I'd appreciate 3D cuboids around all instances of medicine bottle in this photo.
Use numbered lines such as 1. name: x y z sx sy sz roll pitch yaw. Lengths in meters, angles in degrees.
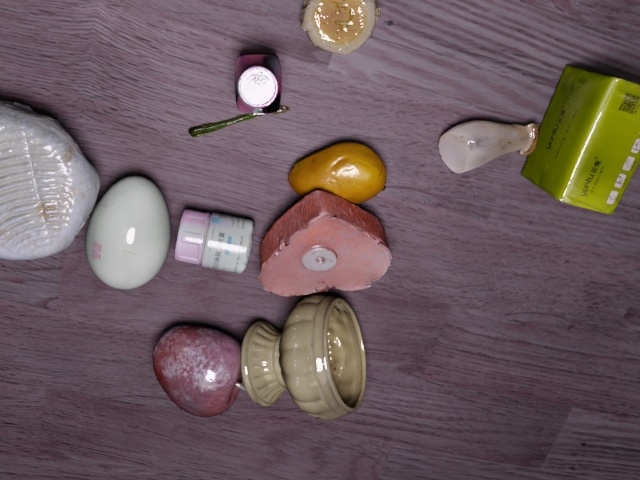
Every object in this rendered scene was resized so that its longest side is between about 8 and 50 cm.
1. medicine bottle: -0.247 0.000 1.363 0.168 0.135 0.135 12 112 -10
2. medicine bottle: -0.127 -0.321 1.197 0.094 0.188 0.119 0 109 -5

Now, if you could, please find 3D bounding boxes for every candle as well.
1. candle: 0.000 0.000 1.361 0.316 0.132 0.287 -11 141 0

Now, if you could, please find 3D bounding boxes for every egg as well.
1. egg: -0.428 -0.016 1.309 0.182 0.183 0.264 13 105 -11

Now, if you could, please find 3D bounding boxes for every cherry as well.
1. cherry: -0.287 0.326 1.447 0.285 0.213 0.236 28 123 2

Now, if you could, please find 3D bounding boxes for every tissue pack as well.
1. tissue pack: 0.605 -0.229 1.310 0.167 0.200 0.275 13 111 -13

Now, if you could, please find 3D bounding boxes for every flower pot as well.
1. flower pot: -0.042 0.288 1.436 0.243 0.307 0.308 -10 116 20

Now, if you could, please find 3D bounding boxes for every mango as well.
1. mango: 0.038 -0.152 1.339 0.227 0.109 0.147 -1 121 4

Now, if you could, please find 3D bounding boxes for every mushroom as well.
1. mushroom: 0.392 -0.234 1.354 0.225 0.093 0.116 -19 124 -8

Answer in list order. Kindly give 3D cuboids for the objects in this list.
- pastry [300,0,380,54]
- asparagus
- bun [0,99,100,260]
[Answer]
1. pastry: 0.039 -0.469 1.209 0.165 0.088 0.166 -3 113 -7
2. asparagus: -0.183 -0.270 1.309 0.232 0.022 0.023 -15 97 2
3. bun: -0.643 -0.122 1.234 0.354 0.194 0.355 -2 111 -5
